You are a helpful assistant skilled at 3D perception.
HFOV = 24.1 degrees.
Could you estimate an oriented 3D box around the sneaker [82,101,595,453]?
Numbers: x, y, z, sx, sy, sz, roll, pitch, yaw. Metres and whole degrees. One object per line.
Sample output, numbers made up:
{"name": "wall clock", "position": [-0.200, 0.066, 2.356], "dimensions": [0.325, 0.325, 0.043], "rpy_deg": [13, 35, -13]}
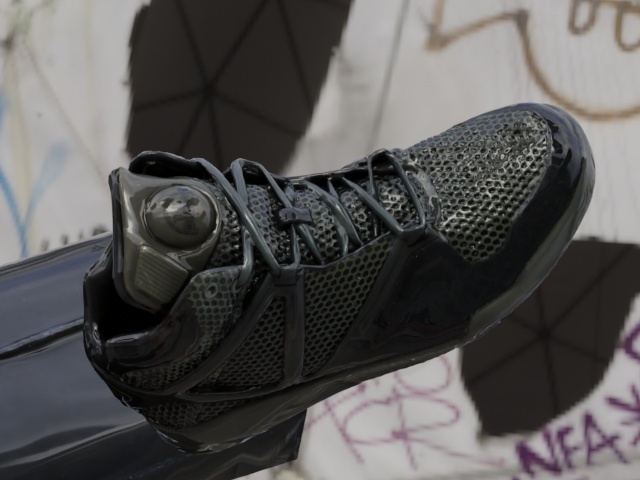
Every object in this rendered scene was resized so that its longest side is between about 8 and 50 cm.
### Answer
{"name": "sneaker", "position": [0.000, 0.000, 0.609], "dimensions": [0.227, 0.087, 0.130], "rpy_deg": [-27, -35, 11]}

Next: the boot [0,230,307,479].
{"name": "boot", "position": [-0.274, 0.054, 0.943], "dimensions": [0.445, 0.367, 0.146], "rpy_deg": [-19, -34, -30]}
